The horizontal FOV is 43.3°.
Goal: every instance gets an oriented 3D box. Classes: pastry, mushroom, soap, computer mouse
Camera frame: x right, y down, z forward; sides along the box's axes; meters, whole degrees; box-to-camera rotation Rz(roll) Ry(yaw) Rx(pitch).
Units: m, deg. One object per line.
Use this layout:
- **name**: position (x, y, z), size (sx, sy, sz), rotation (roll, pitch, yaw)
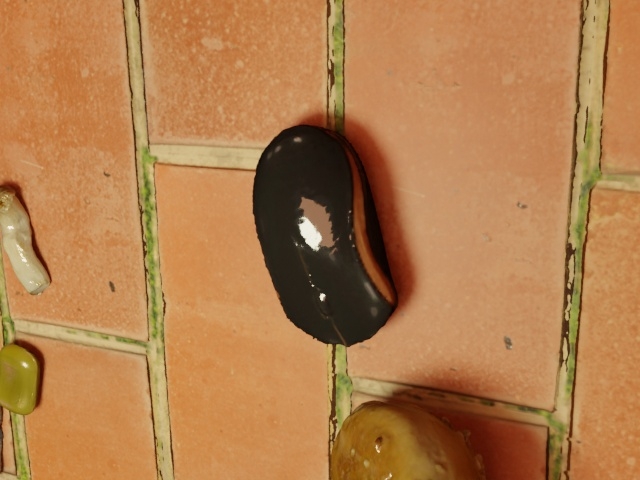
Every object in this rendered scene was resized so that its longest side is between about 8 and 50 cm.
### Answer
- **pastry**: position (0.130, 0.378, 1.100), size (0.284, 0.184, 0.316), rotation (167, 103, -66)
- **mushroom**: position (-0.525, 0.003, 1.395), size (0.059, 0.054, 0.202), rotation (-11, 104, 25)
- **soap**: position (-0.555, 0.255, 1.480), size (0.089, 0.045, 0.140), rotation (22, 114, 21)
- **computer mouse**: position (-0.003, 0.001, 1.122), size (0.183, 0.116, 0.323), rotation (-10, 101, 31)

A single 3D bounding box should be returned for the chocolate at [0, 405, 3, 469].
- **chocolate**: position (-0.708, 0.323, 1.545), size (0.185, 0.100, 0.303), rotation (13, 106, 24)
